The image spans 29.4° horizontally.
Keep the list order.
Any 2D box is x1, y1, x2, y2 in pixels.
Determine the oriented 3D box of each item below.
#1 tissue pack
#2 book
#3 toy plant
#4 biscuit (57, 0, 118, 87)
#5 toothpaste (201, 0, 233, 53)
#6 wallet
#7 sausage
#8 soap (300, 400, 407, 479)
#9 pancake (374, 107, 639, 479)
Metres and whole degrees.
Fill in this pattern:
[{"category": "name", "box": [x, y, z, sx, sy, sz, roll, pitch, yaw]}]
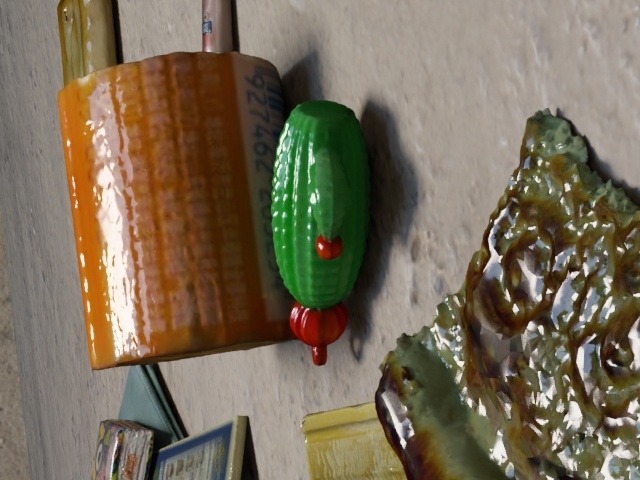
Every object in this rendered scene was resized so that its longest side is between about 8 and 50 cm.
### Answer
[{"category": "tissue pack", "box": [-0.284, 0.315, 1.744, 0.148, 0.060, 0.108, 171, 107, -69]}, {"category": "book", "box": [-0.173, 0.359, 1.556, 0.322, 0.018, 0.228, -32, 48, 58]}, {"category": "toy plant", "box": [-0.001, -0.014, 1.107, 0.240, 0.088, 0.154, 94, 171, -48]}, {"category": "biscuit", "box": [-0.374, -0.276, 1.971, 0.237, 0.062, 0.290, 165, 99, -68]}, {"category": "toothpaste", "box": [-0.120, -0.291, 1.395, 0.056, 0.036, 0.205, 173, 96, -69]}, {"category": "wallet", "box": [-0.254, 0.357, 1.833, 0.251, 0.054, 0.290, 51, 134, 45]}, {"category": "sausage", "box": [-0.133, -0.025, 1.236, 0.233, 0.233, 0.287, 161, 101, -67]}, {"category": "soap", "box": [0.042, 0.193, 1.103, 0.252, 0.037, 0.092, 150, 114, -66]}, {"category": "pancake", "box": [0.157, 0.101, 0.716, 0.427, 0.067, 0.304, 43, 122, 59]}]
